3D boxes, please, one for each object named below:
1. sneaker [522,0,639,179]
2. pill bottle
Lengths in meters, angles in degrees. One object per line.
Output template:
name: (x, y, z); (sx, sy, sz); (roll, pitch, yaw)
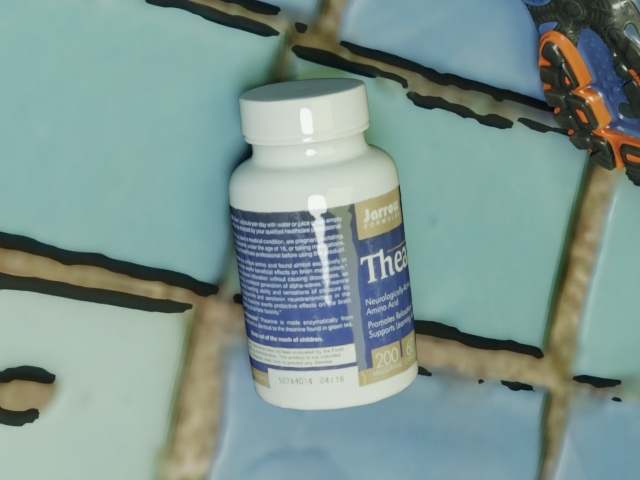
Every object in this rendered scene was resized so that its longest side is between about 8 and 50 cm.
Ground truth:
sneaker: (0.115, -0.132, 0.797); (0.087, 0.083, 0.221); (-51, 128, -34)
pill bottle: (0.000, 0.000, 0.732); (0.067, 0.067, 0.120); (-16, 106, -33)
